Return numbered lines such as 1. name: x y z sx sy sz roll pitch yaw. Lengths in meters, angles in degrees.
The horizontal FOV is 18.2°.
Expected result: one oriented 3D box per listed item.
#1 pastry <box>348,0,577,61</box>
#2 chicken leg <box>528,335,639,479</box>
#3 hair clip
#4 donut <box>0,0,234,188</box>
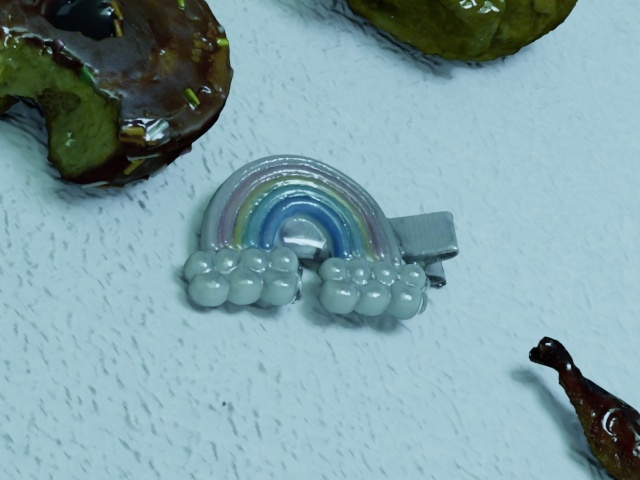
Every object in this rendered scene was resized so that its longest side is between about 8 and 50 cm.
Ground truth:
1. pastry: 0.113 -0.255 1.745 0.240 0.132 0.235 18 53 -5
2. chicken leg: 0.247 0.151 1.489 0.219 0.048 0.089 27 40 -4
3. hair clip: 0.000 0.000 1.498 0.220 0.054 0.140 6 55 -20
4. donut: -0.182 -0.138 1.484 0.230 0.096 0.216 22 41 -10
